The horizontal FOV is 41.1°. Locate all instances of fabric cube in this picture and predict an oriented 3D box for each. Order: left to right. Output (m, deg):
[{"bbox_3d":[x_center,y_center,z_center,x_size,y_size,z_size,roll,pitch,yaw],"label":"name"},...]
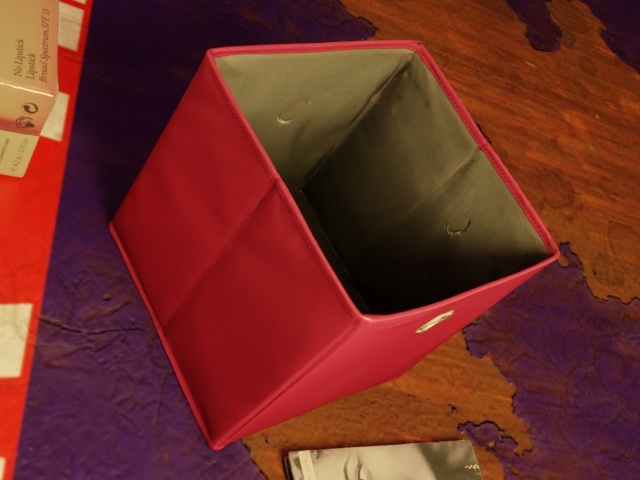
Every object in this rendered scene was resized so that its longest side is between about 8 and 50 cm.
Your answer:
[{"bbox_3d":[0.000,0.000,0.784,0.254,0.258,0.259,-13,66,-41],"label":"fabric cube"}]

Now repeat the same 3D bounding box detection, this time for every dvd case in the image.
[{"bbox_3d":[0.080,0.272,0.802,0.221,0.018,0.164,4,56,-32],"label":"dvd case"}]

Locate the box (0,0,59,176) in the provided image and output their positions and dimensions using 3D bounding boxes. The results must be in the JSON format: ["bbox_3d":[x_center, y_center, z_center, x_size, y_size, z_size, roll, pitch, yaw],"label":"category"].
[{"bbox_3d":[-0.361,-0.167,0.752,0.232,0.127,0.148,10,53,-29],"label":"box"}]
